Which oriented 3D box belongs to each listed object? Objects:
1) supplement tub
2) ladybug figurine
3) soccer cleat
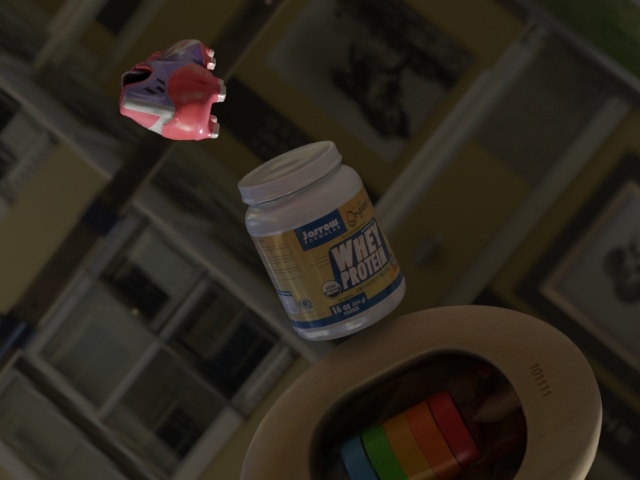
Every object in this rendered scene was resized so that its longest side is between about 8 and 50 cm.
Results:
[{"bbox_3d":[0.000,0.000,1.695,0.144,0.144,0.199,-117,2,-74],"label":"supplement tub"},{"bbox_3d":[0.114,0.250,1.707,0.305,0.449,0.162,67,-171,15],"label":"ladybug figurine"},{"bbox_3d":[-0.148,-0.148,1.387,0.095,0.083,0.248,11,-166,-14],"label":"soccer cleat"}]
